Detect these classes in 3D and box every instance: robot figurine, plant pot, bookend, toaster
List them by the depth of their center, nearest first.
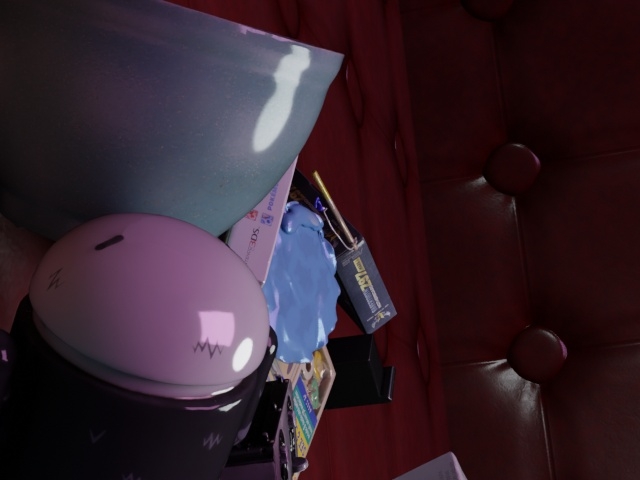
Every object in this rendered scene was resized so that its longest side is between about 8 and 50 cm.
[{"bbox_3d":[-0.143,0.115,0.820,0.209,0.173,0.278,-56,168,-69],"label":"robot figurine"},{"bbox_3d":[-0.147,-0.095,0.929,0.293,0.293,0.196,-24,131,-76],"label":"plant pot"},{"bbox_3d":[-0.109,0.207,1.064,0.168,0.185,0.110,-78,159,-75],"label":"toaster"},{"bbox_3d":[0.006,0.146,1.585,0.072,0.156,0.157,-77,153,-56],"label":"bookend"}]

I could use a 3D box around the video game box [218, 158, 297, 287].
[{"bbox_3d":[-0.075,-0.004,1.097,0.205,0.048,0.187,124,-16,-59],"label":"video game box"}]

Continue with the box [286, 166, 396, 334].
[{"bbox_3d":[0.000,0.000,1.615,0.233,0.059,0.183,48,-9,39],"label":"box"}]

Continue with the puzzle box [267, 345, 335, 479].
[{"bbox_3d":[-0.090,0.108,1.327,0.272,0.052,0.409,-66,147,-44],"label":"puzzle box"}]

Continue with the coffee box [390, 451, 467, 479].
[{"bbox_3d":[0.053,0.450,0.954,0.338,0.334,0.337,61,8,-16],"label":"coffee box"}]

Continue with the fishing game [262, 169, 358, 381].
[{"bbox_3d":[-0.036,0.050,1.345,0.189,0.041,0.264,56,44,-41],"label":"fishing game"}]
